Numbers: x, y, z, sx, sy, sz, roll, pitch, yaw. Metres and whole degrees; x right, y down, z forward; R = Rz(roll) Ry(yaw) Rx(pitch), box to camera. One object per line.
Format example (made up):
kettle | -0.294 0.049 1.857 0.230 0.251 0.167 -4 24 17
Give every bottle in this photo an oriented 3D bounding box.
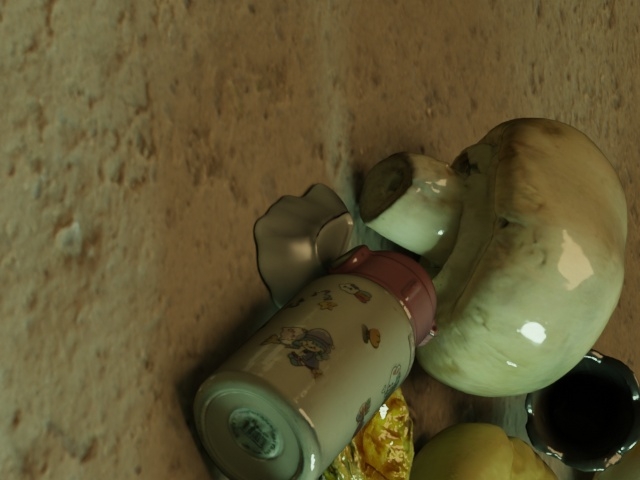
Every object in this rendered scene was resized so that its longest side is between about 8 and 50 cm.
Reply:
bottle | 0.008 0.087 1.221 0.233 0.110 0.110 -43 119 -47

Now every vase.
vase | 0.253 0.168 1.568 0.237 0.115 0.115 46 41 -78

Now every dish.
dish | 0.000 0.000 1.316 0.137 0.039 0.091 -49 123 -50

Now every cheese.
cheese | 0.144 0.272 1.426 0.214 0.117 0.226 50 38 -36

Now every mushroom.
mushroom | 0.142 0.004 1.423 0.260 0.234 0.254 -139 -108 -81

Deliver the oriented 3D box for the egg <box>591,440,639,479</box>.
egg | 0.388 0.315 1.727 0.244 0.201 0.201 64 34 -45

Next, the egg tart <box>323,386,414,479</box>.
egg tart | 0.031 0.164 1.314 0.130 0.052 0.130 24 62 -56
